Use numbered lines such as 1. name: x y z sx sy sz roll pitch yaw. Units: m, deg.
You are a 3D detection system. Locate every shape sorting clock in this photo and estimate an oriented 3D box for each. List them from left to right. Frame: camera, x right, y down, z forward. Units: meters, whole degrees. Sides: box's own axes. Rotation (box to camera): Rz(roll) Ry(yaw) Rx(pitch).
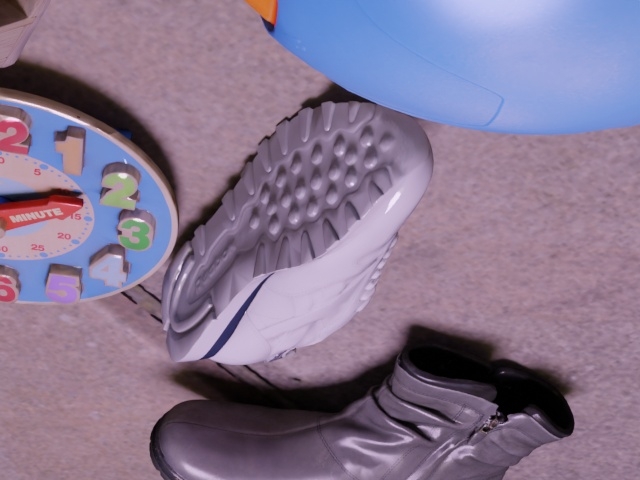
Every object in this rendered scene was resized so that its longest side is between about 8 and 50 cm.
1. shape sorting clock: -0.184 -0.020 1.001 0.206 0.040 0.206 4 141 3

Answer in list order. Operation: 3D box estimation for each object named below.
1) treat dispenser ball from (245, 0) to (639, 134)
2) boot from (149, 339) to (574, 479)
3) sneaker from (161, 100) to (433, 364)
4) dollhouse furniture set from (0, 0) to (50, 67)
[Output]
1. treat dispenser ball: 0.074 -0.179 0.573 0.288 0.288 0.288 3 141 3
2. boot: 0.027 0.114 1.126 0.246 0.083 0.161 15 134 -20
3. sneaker: 0.000 0.000 0.983 0.094 0.090 0.235 14 146 -30
4. dollhouse furniture set: -0.249 -0.116 0.831 0.129 0.183 0.129 53 136 12
